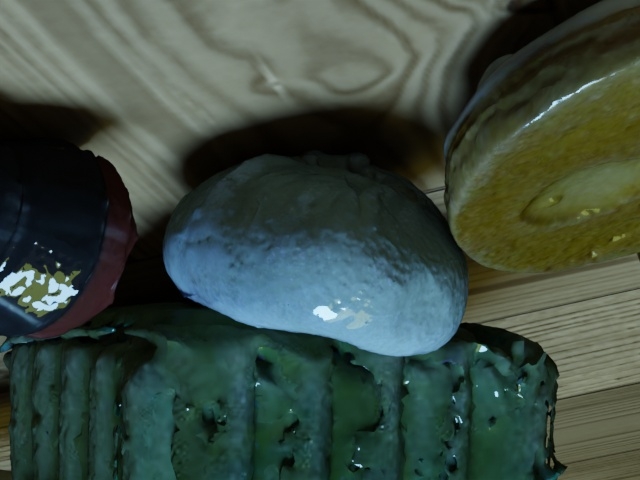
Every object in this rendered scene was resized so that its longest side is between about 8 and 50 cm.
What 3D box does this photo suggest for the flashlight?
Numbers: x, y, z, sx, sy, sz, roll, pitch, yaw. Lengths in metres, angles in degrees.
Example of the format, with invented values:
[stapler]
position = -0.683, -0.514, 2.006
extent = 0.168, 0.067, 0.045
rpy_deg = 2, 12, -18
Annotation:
[flashlight]
position = -0.180, -0.023, 0.684
extent = 0.093, 0.093, 0.232
rpy_deg = -23, 151, 35

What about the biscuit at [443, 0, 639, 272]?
[biscuit]
position = 0.137, -0.051, 0.763
extent = 0.181, 0.049, 0.208
rpy_deg = -7, 156, -18

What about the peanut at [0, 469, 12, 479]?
[peanut]
position = -0.262, 0.199, 1.066
extent = 0.340, 0.158, 0.174
rpy_deg = 10, 167, 23

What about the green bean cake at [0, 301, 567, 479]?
[green bean cake]
position = -0.024, 0.099, 0.953
extent = 0.255, 0.132, 0.241
rpy_deg = -1, 176, -25

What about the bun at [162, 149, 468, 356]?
[bun]
position = 0.000, 0.000, 0.803
extent = 0.141, 0.083, 0.141
rpy_deg = 12, -172, -2
